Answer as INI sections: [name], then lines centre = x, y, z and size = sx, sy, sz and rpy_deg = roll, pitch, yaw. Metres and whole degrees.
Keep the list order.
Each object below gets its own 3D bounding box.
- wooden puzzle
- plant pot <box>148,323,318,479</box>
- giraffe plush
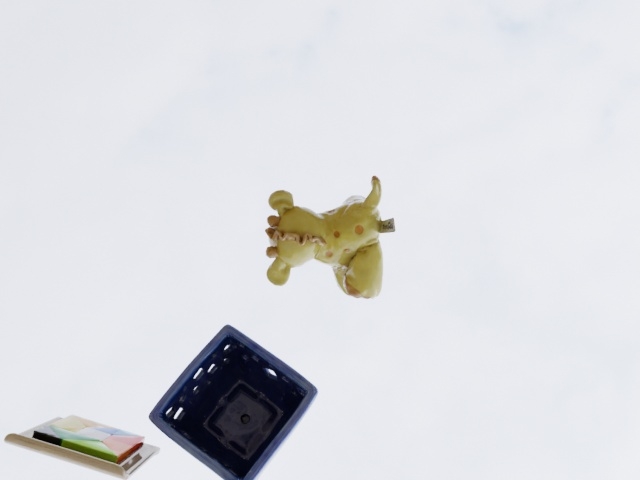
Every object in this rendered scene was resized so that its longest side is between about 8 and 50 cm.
[wooden puzzle]
centre = -0.427, 0.373, 1.132
size = 0.220, 0.239, 0.044
rpy_deg = 16, -100, 2
[plant pot]
centre = -0.162, 0.345, 1.216
size = 0.236, 0.212, 0.236
rpy_deg = 34, -113, 14
[giraffe plush]
centre = 0.000, 0.000, 0.905
size = 0.170, 0.210, 0.181
rpy_deg = -2, -109, -10
